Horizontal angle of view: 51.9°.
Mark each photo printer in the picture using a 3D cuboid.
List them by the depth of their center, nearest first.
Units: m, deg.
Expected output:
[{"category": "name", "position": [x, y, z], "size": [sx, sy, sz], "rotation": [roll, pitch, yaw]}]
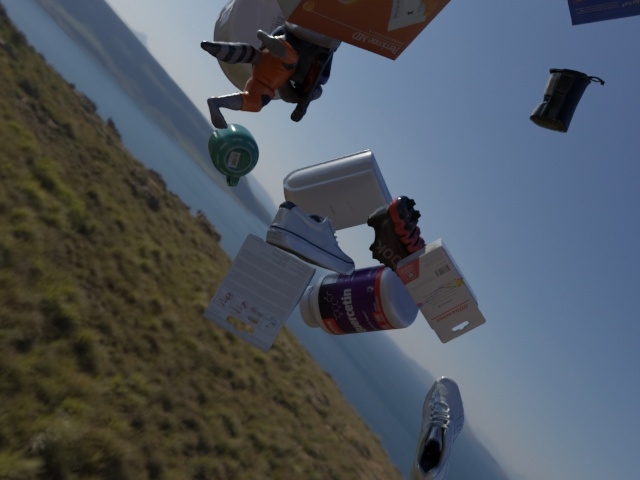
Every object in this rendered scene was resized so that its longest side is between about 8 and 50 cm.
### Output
[{"category": "photo printer", "position": [0.049, -0.138, 2.025], "size": [0.256, 0.307, 0.107], "rotation": [60, 22, -50]}]

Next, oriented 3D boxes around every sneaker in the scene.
[{"category": "sneaker", "position": [0.000, 0.000, 1.241], "size": [0.094, 0.091, 0.258], "rotation": [17, -7, 33]}, {"category": "sneaker", "position": [0.191, 0.034, 1.537], "size": [0.276, 0.135, 0.097], "rotation": [66, 31, -14]}, {"category": "sneaker", "position": [0.295, 0.470, 1.621], "size": [0.110, 0.297, 0.129], "rotation": [9, -32, 13]}]

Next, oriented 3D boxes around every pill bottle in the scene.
[{"category": "pill bottle", "position": [0.104, 0.172, 1.861], "size": [0.181, 0.322, 0.182], "rotation": [22, 62, -51]}]

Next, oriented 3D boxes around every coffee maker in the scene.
[{"category": "coffee maker", "position": [0.771, -0.443, 2.084], "size": [0.120, 0.178, 0.171], "rotation": [24, -2, -27]}]

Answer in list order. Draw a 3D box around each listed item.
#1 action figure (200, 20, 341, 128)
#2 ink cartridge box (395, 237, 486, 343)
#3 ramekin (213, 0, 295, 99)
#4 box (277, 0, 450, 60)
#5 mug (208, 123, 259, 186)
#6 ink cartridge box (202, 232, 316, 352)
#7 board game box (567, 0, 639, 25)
[{"category": "action figure", "position": [-0.057, -0.372, 1.215], "size": [0.178, 0.341, 0.330], "rotation": [35, 34, 4]}, {"category": "ink cartridge box", "position": [0.263, 0.111, 1.430], "size": [0.198, 0.115, 0.067], "rotation": [58, 16, -8]}, {"category": "ramekin", "position": [-0.108, -0.482, 1.566], "size": [0.277, 0.277, 0.135], "rotation": [49, -11, -15]}, {"category": "box", "position": [0.106, -0.432, 0.840], "size": [0.215, 0.345, 0.168], "rotation": [5, 55, -41]}, {"category": "mug", "position": [-0.222, -0.224, 1.754], "size": [0.158, 0.129, 0.097], "rotation": [59, 0, -35]}, {"category": "ink cartridge box", "position": [-0.146, 0.125, 1.595], "size": [0.189, 0.232, 0.066], "rotation": [28, -2, 8]}, {"category": "board game box", "position": [0.729, -0.635, 1.485], "size": [0.347, 0.078, 0.233], "rotation": [6, -47, 42]}]
